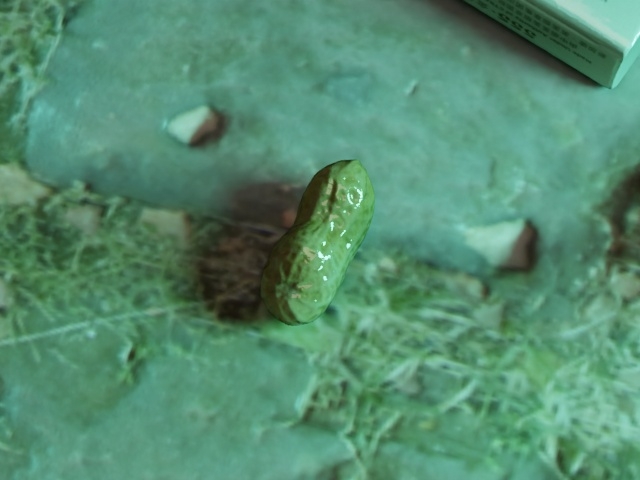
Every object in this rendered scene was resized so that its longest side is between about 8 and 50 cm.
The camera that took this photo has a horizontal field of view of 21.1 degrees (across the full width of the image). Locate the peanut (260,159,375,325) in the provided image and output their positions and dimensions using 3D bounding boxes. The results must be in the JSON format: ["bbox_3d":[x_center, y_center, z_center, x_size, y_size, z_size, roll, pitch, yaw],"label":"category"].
[{"bbox_3d":[0.000,0.000,1.064,0.054,0.054,0.113,23,78,9],"label":"peanut"}]

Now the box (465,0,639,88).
[{"bbox_3d":[0.128,-0.235,1.126,0.259,0.071,0.168,33,76,12],"label":"box"}]
